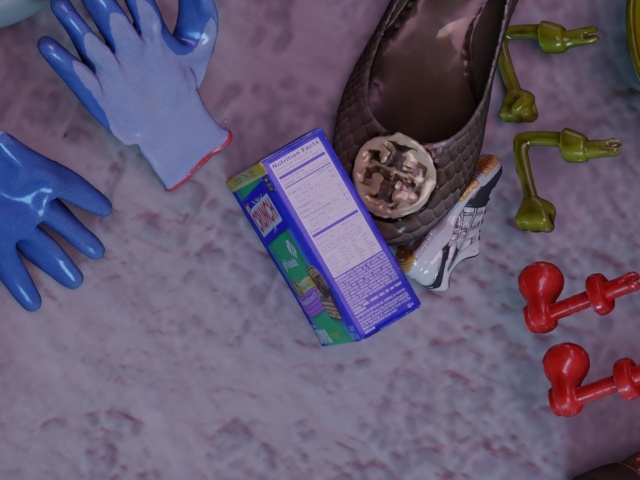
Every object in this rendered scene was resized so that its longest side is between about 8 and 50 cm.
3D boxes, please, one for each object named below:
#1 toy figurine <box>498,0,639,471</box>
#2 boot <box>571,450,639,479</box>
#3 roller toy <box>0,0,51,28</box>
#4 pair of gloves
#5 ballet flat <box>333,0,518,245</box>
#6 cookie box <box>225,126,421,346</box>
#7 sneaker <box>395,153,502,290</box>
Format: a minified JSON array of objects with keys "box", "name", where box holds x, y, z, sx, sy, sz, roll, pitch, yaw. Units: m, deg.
[{"box":[0.244,0.033,1.089,0.191,0.217,0.362,-26,60,29],"name":"toy figurine"},{"box":[0.246,0.251,1.085,0.115,0.112,0.305,-20,89,-22],"name":"boot"},{"box":[-0.190,-0.203,0.994,0.209,0.146,0.191,-33,93,-22],"name":"roller toy"},{"box":[-0.125,-0.052,1.013,0.198,0.023,0.159,-39,139,-4],"name":"pair of gloves"},{"box":[0.071,-0.117,1.077,0.084,0.058,0.250,22,81,7],"name":"ballet flat"},{"box":[0.000,0.000,1.050,0.040,0.092,0.107,-30,93,-14],"name":"cookie box"},{"box":[0.077,-0.009,1.100,0.037,0.032,0.083,41,83,-23],"name":"sneaker"}]
